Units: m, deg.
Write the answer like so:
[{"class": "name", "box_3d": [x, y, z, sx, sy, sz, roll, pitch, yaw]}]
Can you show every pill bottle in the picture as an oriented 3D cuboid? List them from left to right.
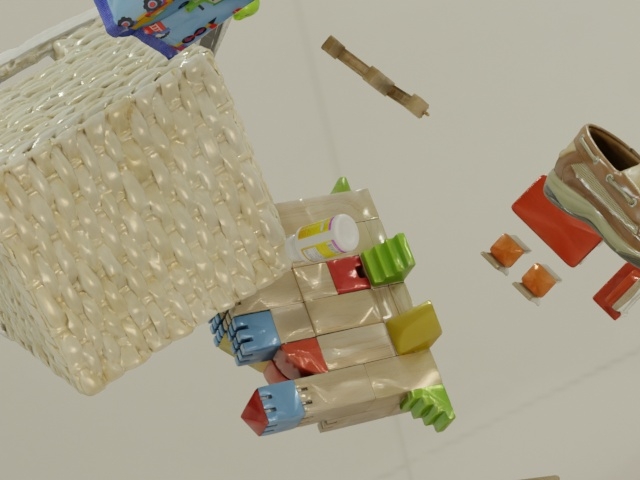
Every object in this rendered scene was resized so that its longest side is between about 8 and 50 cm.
[{"class": "pill bottle", "box_3d": [0.000, 0.000, 1.548, 0.083, 0.043, 0.043, -17, 5, 38]}]

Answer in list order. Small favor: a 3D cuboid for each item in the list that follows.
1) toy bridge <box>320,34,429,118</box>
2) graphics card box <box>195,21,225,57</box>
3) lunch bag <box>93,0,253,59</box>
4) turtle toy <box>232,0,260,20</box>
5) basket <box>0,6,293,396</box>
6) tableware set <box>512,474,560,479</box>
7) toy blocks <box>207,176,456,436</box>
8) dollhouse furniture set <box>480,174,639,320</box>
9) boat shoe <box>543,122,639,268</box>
[{"class": "toy bridge", "box_3d": [0.083, -0.221, 1.904, 0.188, 0.026, 0.063, 39, 5, 29]}, {"class": "graphics card box", "box_3d": [-0.130, -0.399, 1.858, 0.094, 0.233, 0.371, 22, -12, -4]}, {"class": "lunch bag", "box_3d": [-0.144, -0.354, 1.252, 0.221, 0.293, 0.138, -32, -12, 14]}, {"class": "turtle toy", "box_3d": [-0.075, -0.321, 1.621, 0.130, 0.066, 0.095, -52, 32, -13]}, {"class": "basket", "box_3d": [-0.256, -0.048, 1.585, 0.328, 0.331, 0.266, -33, 35, -19]}, {"class": "tableware set", "box_3d": [0.231, 0.386, 1.814, 0.194, 0.128, 0.039, -8, -10, 6]}, {"class": "toy blocks", "box_3d": [-0.021, 0.097, 1.759, 0.260, 0.382, 0.191, -10, -24, -22]}, {"class": "dollhouse furniture set", "box_3d": [0.427, 0.004, 2.244, 0.262, 0.259, 0.135, -47, -20, 9]}, {"class": "boat shoe", "box_3d": [0.402, -0.047, 1.684, 0.122, 0.120, 0.324, 2, 26, -38]}]
